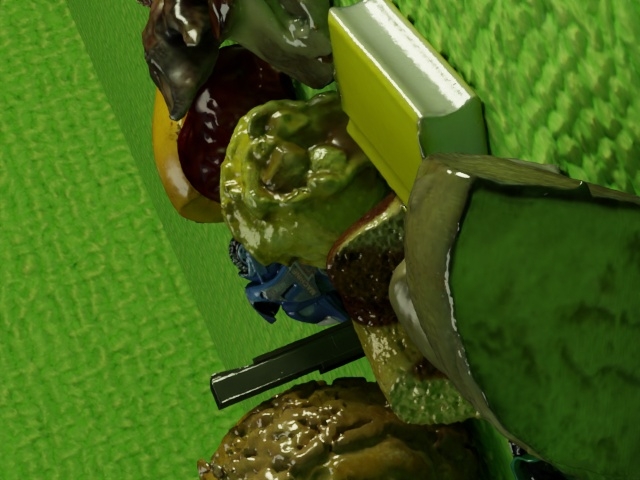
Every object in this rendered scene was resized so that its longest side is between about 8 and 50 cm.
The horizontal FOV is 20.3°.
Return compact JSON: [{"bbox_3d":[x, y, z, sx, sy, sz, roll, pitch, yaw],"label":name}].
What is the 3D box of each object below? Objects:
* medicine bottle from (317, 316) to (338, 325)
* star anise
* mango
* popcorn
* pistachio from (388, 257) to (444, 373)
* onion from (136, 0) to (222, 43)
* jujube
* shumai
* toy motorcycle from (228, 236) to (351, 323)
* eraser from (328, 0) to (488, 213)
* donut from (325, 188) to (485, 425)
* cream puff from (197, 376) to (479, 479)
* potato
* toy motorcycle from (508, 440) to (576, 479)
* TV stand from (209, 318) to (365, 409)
[{"bbox_3d":[0.000,0.000,2.138,0.107,0.107,0.191,-163,52,-75],"label":"medicine bottle"},{"bbox_3d":[-0.161,-0.306,2.081,0.292,0.109,0.349,-119,36,-57],"label":"star anise"},{"bbox_3d":[-0.153,-0.156,2.432,0.138,0.187,0.257,-26,62,42],"label":"mango"},{"bbox_3d":[-0.019,-0.064,1.949,0.155,0.197,0.197,154,94,-77],"label":"popcorn"},{"bbox_3d":[0.129,0.068,1.685,0.149,0.113,0.113,65,170,-21],"label":"pistachio"},{"bbox_3d":[-0.167,-0.340,2.289,0.151,0.098,0.206,-17,92,55],"label":"onion"},{"bbox_3d":[-0.102,-0.145,2.242,0.230,0.155,0.155,98,148,-59],"label":"jujube"},{"bbox_3d":[-0.060,-0.249,1.934,0.201,0.120,0.201,160,90,-76],"label":"shumai"},{"bbox_3d":[-0.011,0.052,2.060,0.076,0.205,0.114,-77,-1,-70],"label":"toy motorcycle"},{"bbox_3d":[0.083,-0.112,1.658,0.226,0.069,0.158,-125,19,-49],"label":"eraser"},{"bbox_3d":[0.076,0.059,1.828,0.151,0.112,0.295,-116,3,-56],"label":"donut"},{"bbox_3d":[0.018,0.282,2.033,0.327,0.343,0.231,49,-149,-53],"label":"cream puff"},{"bbox_3d":[0.125,0.041,1.304,0.264,0.189,0.211,-144,61,-70],"label":"potato"},{"bbox_3d":[0.223,0.232,1.681,0.173,0.058,0.100,68,161,-8],"label":"toy motorcycle"},{"bbox_3d":[0.001,0.125,1.990,0.049,0.256,0.040,111,137,-75],"label":"TV stand"}]
